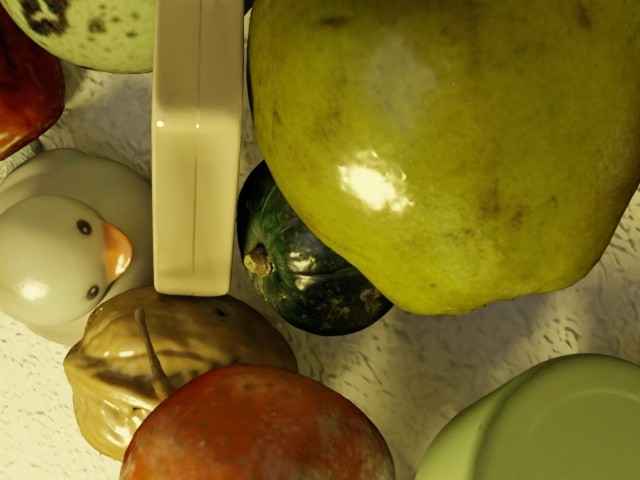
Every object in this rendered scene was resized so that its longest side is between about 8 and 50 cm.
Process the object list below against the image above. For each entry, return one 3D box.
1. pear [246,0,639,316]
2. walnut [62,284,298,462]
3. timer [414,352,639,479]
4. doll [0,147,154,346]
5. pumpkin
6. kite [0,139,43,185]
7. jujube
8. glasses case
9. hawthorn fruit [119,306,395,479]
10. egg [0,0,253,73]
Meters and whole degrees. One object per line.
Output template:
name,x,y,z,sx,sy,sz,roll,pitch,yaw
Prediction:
pear,0.102,-0.146,1.453,0.352,0.352,0.413,-12,86,36
walnut,-0.134,0.139,1.752,0.198,0.245,0.198,-169,90,-72
timer,0.166,0.266,1.581,0.315,0.290,0.291,-23,89,57
doll,-0.275,0.017,1.816,0.251,0.221,0.221,-3,101,35
pumpkin,0.000,-0.001,1.655,0.190,0.146,0.190,24,128,35
kite,-0.398,-0.018,2.010,0.169,0.015,0.310,45,122,15
jujube,-0.370,-0.205,1.851,0.183,0.183,0.243,-34,92,35
glasses case,-0.112,-0.079,1.591,0.336,0.076,0.144,100,170,-63
hawthorn fruit,-0.070,0.227,1.559,0.263,0.235,0.231,2,129,28
egg,-0.161,-0.322,1.594,0.287,0.287,0.379,45,128,16
